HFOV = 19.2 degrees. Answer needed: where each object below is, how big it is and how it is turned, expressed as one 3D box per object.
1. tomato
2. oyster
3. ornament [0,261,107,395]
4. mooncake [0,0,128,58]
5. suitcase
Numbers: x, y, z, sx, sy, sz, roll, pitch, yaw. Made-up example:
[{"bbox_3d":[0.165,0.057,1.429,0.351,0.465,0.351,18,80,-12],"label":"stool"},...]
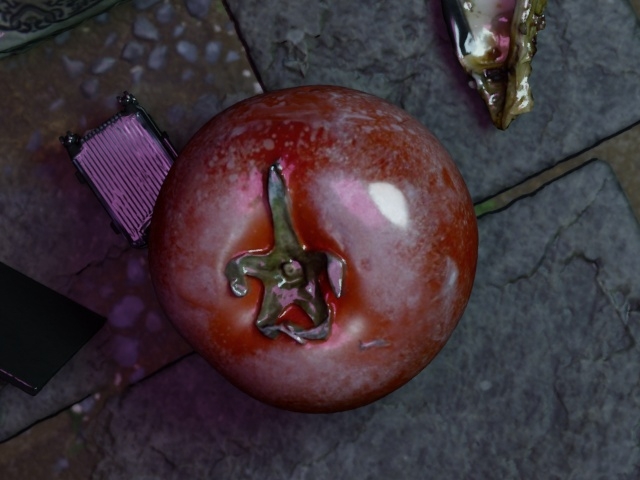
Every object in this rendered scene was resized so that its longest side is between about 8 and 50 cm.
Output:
[{"bbox_3d":[0.000,0.000,1.559,0.270,0.227,0.270,4,106,14],"label":"tomato"},{"bbox_3d":[0.135,-0.266,1.637,0.128,0.078,0.345,-12,90,25],"label":"oyster"},{"bbox_3d":[-0.320,0.133,1.658,0.166,0.153,0.196,29,115,5],"label":"ornament"},{"bbox_3d":[-0.251,-0.305,1.631,0.254,0.136,0.250,-23,91,4],"label":"mooncake"},{"bbox_3d":[-0.162,-0.059,1.657,0.086,0.059,0.126,-35,89,4],"label":"suitcase"}]
